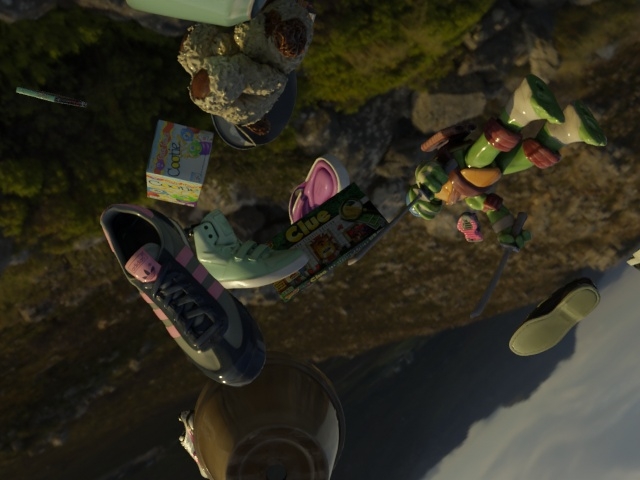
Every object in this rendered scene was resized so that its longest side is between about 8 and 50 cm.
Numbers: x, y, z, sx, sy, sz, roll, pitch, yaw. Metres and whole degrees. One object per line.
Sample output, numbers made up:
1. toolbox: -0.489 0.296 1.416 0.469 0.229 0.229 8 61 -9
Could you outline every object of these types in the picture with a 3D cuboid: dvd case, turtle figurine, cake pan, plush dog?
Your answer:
1. dvd case: -0.542 -0.290 1.449 0.119 0.087 0.013 -29 133 -76
2. turtle figurine: 0.216 -0.055 0.894 0.266 0.198 0.275 -42 -168 38
3. cake pan: -0.159 -0.371 1.818 0.293 0.054 0.293 -30 129 -45
4. plush dog: -0.102 -0.316 1.243 0.210 0.262 0.225 35 108 -33

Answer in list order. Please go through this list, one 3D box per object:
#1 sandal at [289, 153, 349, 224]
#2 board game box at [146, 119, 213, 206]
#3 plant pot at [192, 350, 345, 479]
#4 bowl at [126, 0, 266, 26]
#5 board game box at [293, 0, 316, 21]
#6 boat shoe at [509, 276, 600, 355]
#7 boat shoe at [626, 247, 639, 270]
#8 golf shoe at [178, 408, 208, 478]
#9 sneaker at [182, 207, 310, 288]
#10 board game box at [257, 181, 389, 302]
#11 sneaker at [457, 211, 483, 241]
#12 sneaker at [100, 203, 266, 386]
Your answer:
1. sandal: -0.034 -0.077 1.994 0.102 0.169 0.416 -22 147 -32
2. board game box: -0.373 -0.196 1.887 0.275 0.142 0.144 146 -44 -75
3. plant pot: -0.093 0.407 1.406 0.323 0.323 0.280 -40 -171 -2
4. bowl: -0.130 -0.432 1.014 0.311 0.163 0.311 -60 -173 12
5. board game box: -0.102 -0.696 2.075 0.060 0.194 0.194 117 -11 -52
6. boat shoe: 0.509 0.167 1.565 0.228 0.081 0.069 -43 -170 23
7. boat shoe: 0.562 0.029 1.143 0.114 0.091 0.302 -47 162 21
8. golf shoe: -0.269 0.451 1.598 0.067 0.086 0.186 -65 156 -62
9. sneaker: -0.155 0.009 1.377 0.255 0.151 0.094 -9 -165 16
10. board game box: 0.000 0.000 1.452 0.259 0.136 0.030 -35 145 -3
11. sneaker: 0.343 -0.042 1.633 0.119 0.047 0.057 49 46 -56
12. sneaker: -0.201 0.071 0.973 0.112 0.319 0.131 -47 151 5
